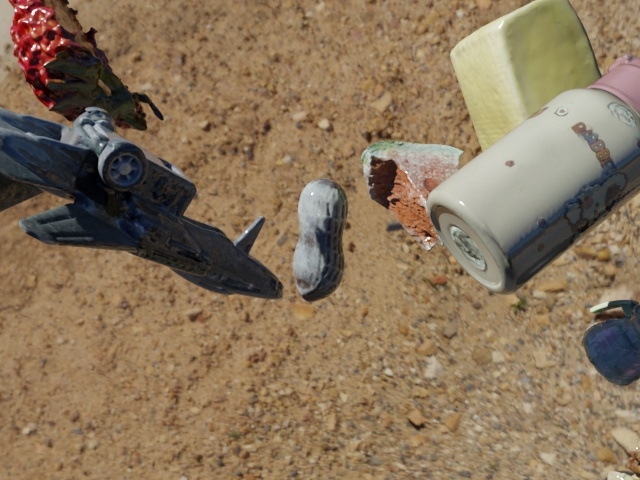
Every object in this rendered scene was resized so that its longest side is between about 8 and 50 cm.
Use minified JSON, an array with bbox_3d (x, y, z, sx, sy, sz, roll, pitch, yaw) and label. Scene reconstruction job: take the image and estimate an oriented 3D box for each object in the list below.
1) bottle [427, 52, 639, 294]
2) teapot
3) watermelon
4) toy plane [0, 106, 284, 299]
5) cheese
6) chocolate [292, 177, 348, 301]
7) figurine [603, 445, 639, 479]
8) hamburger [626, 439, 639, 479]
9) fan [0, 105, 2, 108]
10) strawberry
[{"bbox_3d":[0.209,-0.062,0.655,0.233,0.110,0.110,-36,61,-10],"label":"bottle"},{"bbox_3d":[0.284,0.088,0.735,0.064,0.064,0.083,-46,40,35],"label":"teapot"},{"bbox_3d":[0.135,-0.051,0.973,0.121,0.098,0.158,-22,54,-31],"label":"watermelon"},{"bbox_3d":[-0.113,-0.020,0.543,0.088,0.267,0.212,-60,38,10],"label":"toy plane"},{"bbox_3d":[0.285,-0.185,1.068,0.123,0.265,0.243,-25,97,0],"label":"cheese"},{"bbox_3d":[0.000,0.000,1.049,0.072,0.072,0.167,7,99,24],"label":"chocolate"},{"bbox_3d":[0.585,0.472,1.415,0.192,0.257,0.167,-12,52,-26],"label":"figurine"},{"bbox_3d":[0.464,0.221,0.798,0.282,0.155,0.245,1,34,24],"label":"hamburger"},{"bbox_3d":[-0.388,-0.183,0.874,0.009,0.191,0.329,-36,44,1],"label":"fan"},{"bbox_3d":[-0.267,-0.189,0.830,0.087,0.167,0.208,-41,48,3],"label":"strawberry"}]
